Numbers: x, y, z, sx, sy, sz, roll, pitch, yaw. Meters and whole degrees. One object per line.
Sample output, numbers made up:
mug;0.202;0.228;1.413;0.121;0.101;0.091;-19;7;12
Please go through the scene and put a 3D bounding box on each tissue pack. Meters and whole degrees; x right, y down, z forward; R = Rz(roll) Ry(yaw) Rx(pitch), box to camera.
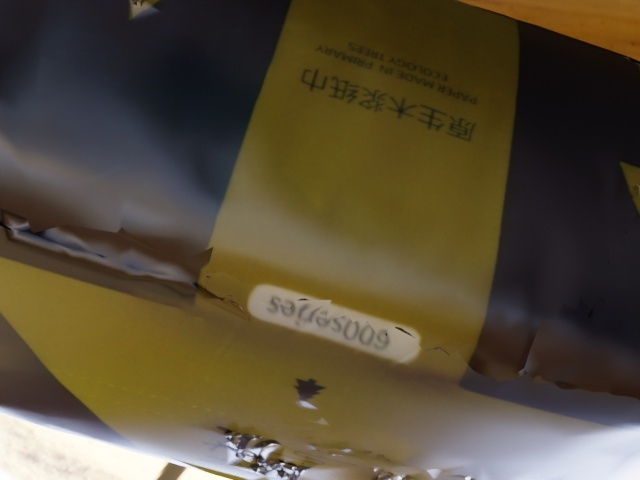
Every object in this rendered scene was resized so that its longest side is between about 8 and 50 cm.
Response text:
tissue pack;0.000;0.000;0.511;0.416;0.253;0.264;16;145;-6
